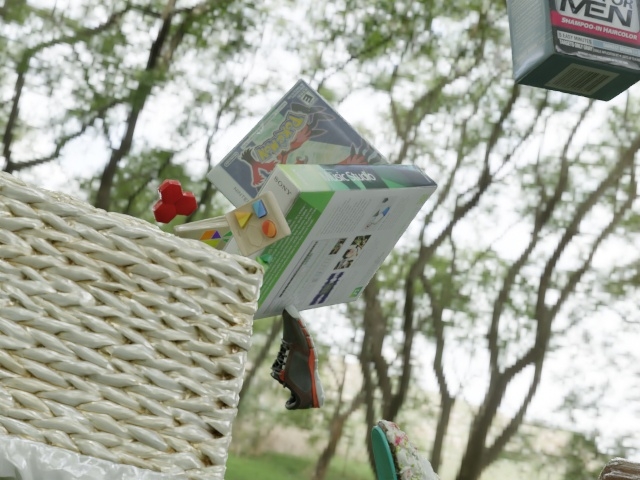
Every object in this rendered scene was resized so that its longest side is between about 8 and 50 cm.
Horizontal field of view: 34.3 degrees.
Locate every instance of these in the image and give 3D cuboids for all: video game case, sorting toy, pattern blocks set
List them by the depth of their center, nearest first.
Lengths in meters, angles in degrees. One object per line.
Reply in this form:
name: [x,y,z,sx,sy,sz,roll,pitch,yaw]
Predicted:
sorting toy: [-0.067,-0.007,1.174,0.062,0.083,0.012,-27,-12,7]
video game case: [-0.034,-0.100,1.479,0.183,0.201,0.023,45,3,15]
pattern blocks set: [-0.207,0.036,1.909,0.285,0.324,0.026,1,29,-30]

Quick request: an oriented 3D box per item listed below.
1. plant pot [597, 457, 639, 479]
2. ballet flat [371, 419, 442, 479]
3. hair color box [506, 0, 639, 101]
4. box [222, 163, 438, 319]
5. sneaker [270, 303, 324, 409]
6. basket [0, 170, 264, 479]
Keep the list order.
plant pot: [0.529,0.427,1.470,0.230,0.215,0.215,-2,-20,36]
ballet flat: [0.114,0.322,1.229,0.077,0.241,0.091,-11,8,-17]
hair color box: [0.405,-0.427,1.682,0.185,0.374,0.113,7,-22,-22]
box: [0.000,0.000,1.405,0.058,0.232,0.322,46,28,24]
sneaker: [-0.039,0.166,1.413,0.065,0.158,0.061,-15,16,-9]
basket: [-0.254,0.130,1.019,0.331,0.266,0.328,20,-22,-13]
